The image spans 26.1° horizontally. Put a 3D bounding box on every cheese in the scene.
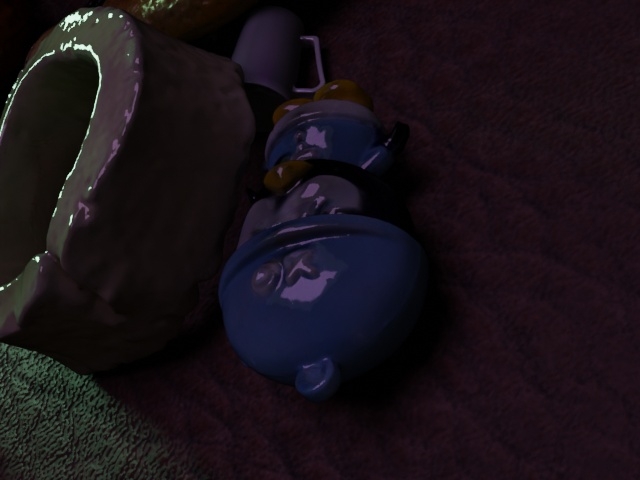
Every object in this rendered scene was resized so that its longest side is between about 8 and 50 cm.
[{"bbox_3d":[-0.209,-0.041,1.290,0.292,0.153,0.332,9,81,56],"label":"cheese"}]

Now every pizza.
[{"bbox_3d":[-0.112,-0.270,1.431,0.268,0.087,0.258,-42,24,1],"label":"pizza"}]

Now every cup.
[{"bbox_3d":[-0.041,-0.168,1.355,0.104,0.074,0.116,3,55,16],"label":"cup"}]

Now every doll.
[{"bbox_3d":[0.000,0.000,1.135,0.177,0.141,0.314,-22,45,23],"label":"doll"}]

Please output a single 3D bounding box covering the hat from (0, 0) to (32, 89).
[{"bbox_3d":[-0.478,-0.304,1.763,0.285,0.285,0.400,-32,17,20],"label":"hat"}]

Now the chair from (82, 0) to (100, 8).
[{"bbox_3d":[-0.259,-0.381,1.686,0.212,0.084,0.101,-44,38,7],"label":"chair"}]

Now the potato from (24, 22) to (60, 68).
[{"bbox_3d":[-0.282,-0.182,1.561,0.107,0.080,0.170,-36,46,5],"label":"potato"}]
